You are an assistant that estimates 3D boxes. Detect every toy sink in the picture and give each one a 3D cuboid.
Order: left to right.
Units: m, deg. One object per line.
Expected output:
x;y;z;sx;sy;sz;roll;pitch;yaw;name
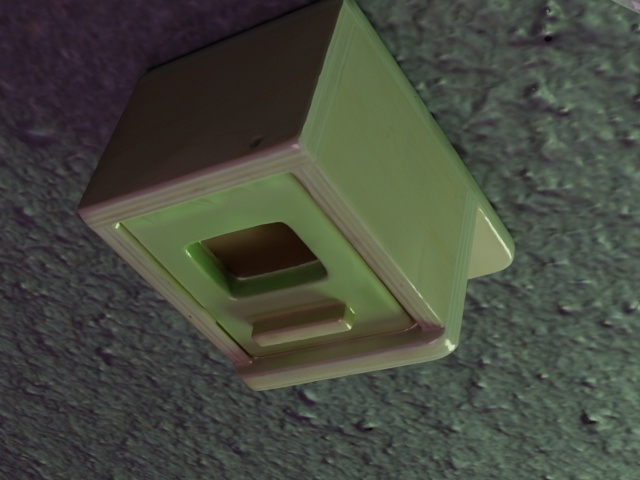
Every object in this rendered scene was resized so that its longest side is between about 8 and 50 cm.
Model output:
0.000;0.000;0.588;0.153;0.131;0.234;-14;134;31;toy sink

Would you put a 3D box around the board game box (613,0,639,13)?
0.182;-0.174;0.204;0.390;0.050;0.390;15;165;42;board game box
